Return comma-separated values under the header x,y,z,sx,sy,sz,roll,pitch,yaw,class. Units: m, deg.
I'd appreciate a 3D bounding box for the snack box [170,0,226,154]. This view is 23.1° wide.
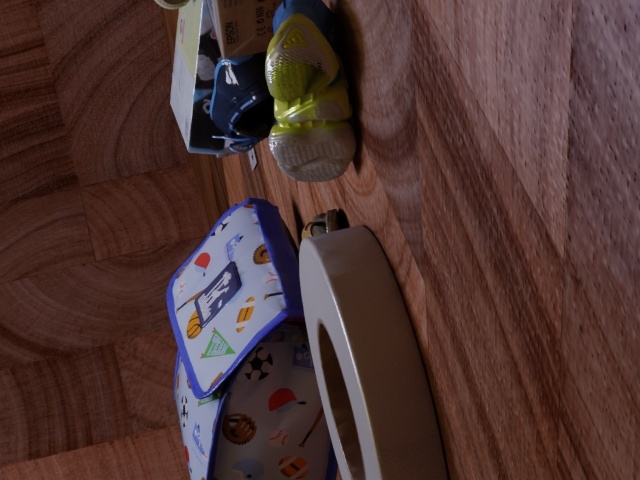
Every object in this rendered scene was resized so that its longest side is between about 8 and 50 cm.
x,y,z,sx,sy,sz,roll,pitch,yaw,class
-0.163,-0.308,2.244,0.187,0.060,0.322,-116,30,-59,snack box

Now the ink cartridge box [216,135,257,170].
x,y,z,sx,sy,sz,roll,pitch,yaw,class
-0.162,-0.208,2.723,0.104,0.060,0.180,134,123,-81,ink cartridge box

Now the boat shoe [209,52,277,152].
x,y,z,sx,sy,sz,roll,pitch,yaw,class
-0.099,-0.169,2.111,0.089,0.109,0.258,58,177,14,boat shoe

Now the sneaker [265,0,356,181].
x,y,z,sx,sy,sz,roll,pitch,yaw,class
-0.006,-0.163,1.604,0.240,0.091,0.126,88,-175,-59,sneaker

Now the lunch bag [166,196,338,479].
x,y,z,sx,sy,sz,roll,pitch,yaw,class
-0.094,0.174,2.266,0.328,0.239,0.385,-112,28,-55,lunch bag

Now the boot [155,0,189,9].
x,y,z,sx,sy,sz,roll,pitch,yaw,class
-0.207,-0.416,2.099,0.165,0.077,0.213,-161,56,-70,boot

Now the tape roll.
x,y,z,sx,sy,sz,roll,pitch,yaw,class
0.056,0.178,1.711,0.392,0.072,0.392,167,90,-82,tape roll

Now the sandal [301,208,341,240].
x,y,z,sx,sy,sz,roll,pitch,yaw,class
0.000,0.000,1.896,0.180,0.049,0.072,-162,59,-82,sandal

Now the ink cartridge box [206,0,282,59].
x,y,z,sx,sy,sz,roll,pitch,yaw,class
-0.110,-0.370,1.935,0.235,0.088,0.193,88,166,-61,ink cartridge box
